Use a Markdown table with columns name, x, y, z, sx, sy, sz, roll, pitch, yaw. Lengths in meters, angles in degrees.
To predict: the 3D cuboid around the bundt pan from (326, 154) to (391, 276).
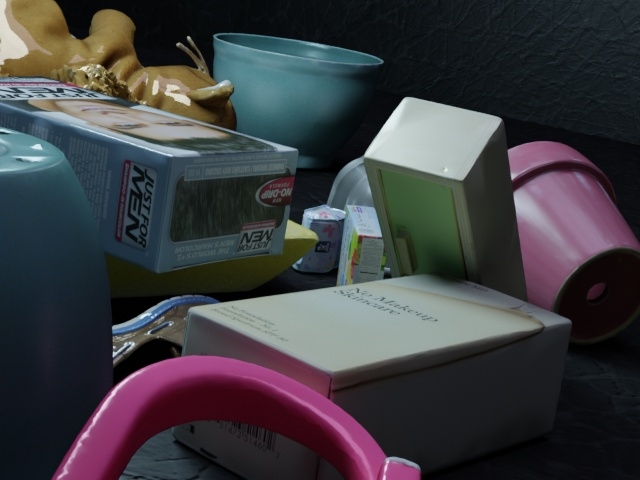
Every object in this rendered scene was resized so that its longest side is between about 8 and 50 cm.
| name | x | y | z | sx | sy | sz | roll | pitch | yaw |
| --- | --- | --- | --- | --- | --- | --- | --- | --- | --- |
| bundt pan | 0.160 | -0.037 | 1.709 | 0.330 | 0.124 | 0.331 | 9 | 12 | -2 |

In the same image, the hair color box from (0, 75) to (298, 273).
| name | x | y | z | sx | sy | sz | roll | pitch | yaw |
| --- | --- | --- | --- | --- | --- | --- | --- | --- | --- |
| hair color box | -0.228 | -0.078 | 1.298 | 0.374 | 0.114 | 0.185 | 19 | 16 | 33 |

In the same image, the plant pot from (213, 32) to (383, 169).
| name | x | y | z | sx | sy | sz | roll | pitch | yaw |
| --- | --- | --- | --- | --- | --- | --- | --- | --- | --- |
| plant pot | -0.050 | -0.233 | 2.223 | 0.293 | 0.196 | 0.293 | 8 | 14 | -2 |

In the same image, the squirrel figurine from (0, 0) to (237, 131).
| name | x | y | z | sx | sy | sz | roll | pitch | yaw |
| --- | --- | --- | --- | --- | --- | --- | --- | --- | --- |
| squirrel figurine | -0.309 | -0.167 | 1.779 | 0.370 | 0.281 | 0.397 | 19 | 27 | -2 |

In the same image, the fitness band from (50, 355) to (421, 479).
| name | x | y | z | sx | sy | sz | roll | pitch | yaw |
| --- | --- | --- | --- | --- | --- | --- | --- | --- | --- |
| fitness band | -0.052 | 0.163 | 0.757 | 0.209 | 0.054 | 0.291 | 18 | 27 | 3 |

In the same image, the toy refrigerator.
| name | x | y | z | sx | sy | sz | roll | pitch | yaw |
| --- | --- | --- | --- | --- | --- | --- | --- | --- | --- |
| toy refrigerator | 0.123 | 0.002 | 1.231 | 0.102 | 0.270 | 0.094 | 17 | 55 | 28 |

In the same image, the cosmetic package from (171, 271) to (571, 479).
| name | x | y | z | sx | sy | sz | roll | pitch | yaw |
| --- | --- | --- | --- | --- | --- | --- | --- | --- | --- |
| cosmetic package | 0.049 | 0.110 | 1.051 | 0.160 | 0.113 | 0.309 | 20 | 18 | 39 |

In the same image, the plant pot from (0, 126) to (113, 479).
| name | x | y | z | sx | sy | sz | roll | pitch | yaw |
| --- | --- | --- | --- | --- | --- | --- | --- | --- | --- |
| plant pot | -0.267 | 0.046 | 0.838 | 0.293 | 0.235 | 0.293 | 9 | 13 | -2 |

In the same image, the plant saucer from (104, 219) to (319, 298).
| name | x | y | z | sx | sy | sz | roll | pitch | yaw |
| --- | --- | --- | --- | --- | --- | --- | --- | --- | --- |
| plant saucer | -0.227 | -0.010 | 1.433 | 0.332 | 0.081 | 0.332 | -1 | 18 | -37 |

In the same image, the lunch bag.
| name | x | y | z | sx | sy | sz | roll | pitch | yaw |
| --- | --- | --- | --- | --- | --- | --- | --- | --- | --- |
| lunch bag | 0.000 | 0.000 | 1.559 | 0.053 | 0.071 | 0.083 | 19 | 14 | 24 |

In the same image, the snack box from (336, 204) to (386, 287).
| name | x | y | z | sx | sy | sz | roll | pitch | yaw |
| --- | --- | --- | --- | --- | --- | --- | --- | --- | --- |
| snack box | 0.044 | 0.026 | 1.415 | 0.037 | 0.100 | 0.141 | 7 | 14 | -5 |

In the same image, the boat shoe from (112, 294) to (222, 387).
| name | x | y | z | sx | sy | sz | roll | pitch | yaw |
| --- | --- | --- | --- | --- | --- | --- | --- | --- | --- |
| boat shoe | -0.135 | 0.098 | 1.097 | 0.066 | 0.066 | 0.183 | 26 | 31 | 38 |

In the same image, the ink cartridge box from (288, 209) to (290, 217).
| name | x | y | z | sx | sy | sz | roll | pitch | yaw |
| --- | --- | --- | --- | --- | --- | --- | --- | --- | --- |
| ink cartridge box | -0.096 | -0.048 | 1.780 | 0.062 | 0.029 | 0.115 | 1 | 16 | -30 |

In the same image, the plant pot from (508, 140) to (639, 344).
| name | x | y | z | sx | sy | sz | roll | pitch | yaw |
| --- | --- | --- | --- | --- | --- | --- | --- | --- | --- |
| plant pot | 0.271 | 0.016 | 1.462 | 0.201 | 0.201 | 0.180 | 2 | 31 | -28 |
